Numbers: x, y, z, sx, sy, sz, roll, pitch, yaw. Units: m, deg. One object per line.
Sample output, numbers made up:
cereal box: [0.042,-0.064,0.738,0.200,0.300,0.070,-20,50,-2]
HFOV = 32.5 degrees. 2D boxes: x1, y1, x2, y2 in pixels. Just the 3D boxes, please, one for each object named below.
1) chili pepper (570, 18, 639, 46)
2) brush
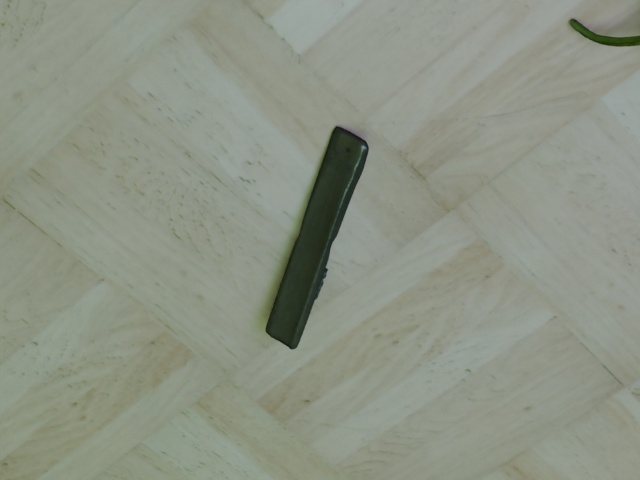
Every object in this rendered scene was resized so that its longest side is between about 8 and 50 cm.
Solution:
chili pepper: [0.286,-0.163,0.752,0.204,0.073,0.072,-31,132,18]
brush: [0.000,0.000,0.866,0.034,0.027,0.190,30,118,22]
